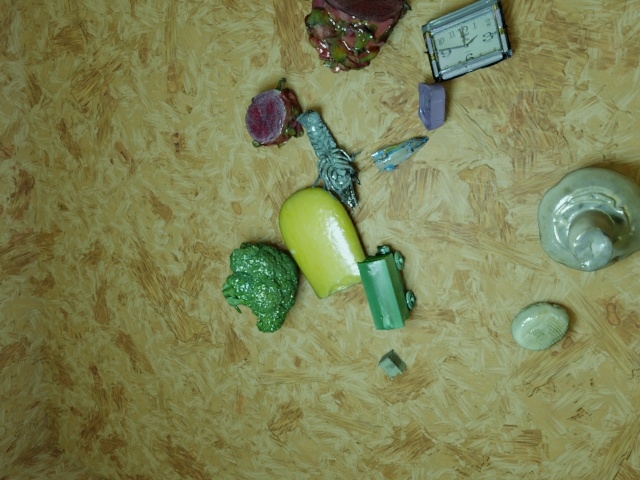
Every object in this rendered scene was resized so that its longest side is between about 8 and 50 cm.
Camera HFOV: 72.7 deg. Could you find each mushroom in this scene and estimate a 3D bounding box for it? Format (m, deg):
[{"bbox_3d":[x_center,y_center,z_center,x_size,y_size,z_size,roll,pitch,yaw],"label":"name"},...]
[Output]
[{"bbox_3d":[0.771,-0.039,1.228,0.315,0.336,0.314,10,116,22],"label":"mushroom"}]

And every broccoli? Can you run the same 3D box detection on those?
[{"bbox_3d":[-0.237,0.165,1.735,0.321,0.310,0.412,120,137,-54],"label":"broccoli"}]

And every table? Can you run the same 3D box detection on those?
[{"bbox_3d":[0.284,0.495,1.728,0.083,0.079,0.062,47,116,6],"label":"table"}]

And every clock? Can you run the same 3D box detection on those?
[{"bbox_3d":[0.454,-0.624,1.366,0.254,0.083,0.186,-12,97,26],"label":"clock"},{"bbox_3d":[0.366,-0.449,1.435,0.050,0.110,0.152,-14,132,-4],"label":"clock"}]

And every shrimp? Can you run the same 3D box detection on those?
[{"bbox_3d":[0.046,-0.291,1.607,0.222,0.166,0.410,-27,77,9],"label":"shrimp"}]

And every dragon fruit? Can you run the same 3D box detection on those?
[{"bbox_3d":[0.091,-0.702,1.438,0.314,0.296,0.262,37,149,9],"label":"dragon fruit"},{"bbox_3d":[-0.161,-0.474,1.667,0.211,0.147,0.282,38,113,22],"label":"dragon fruit"}]

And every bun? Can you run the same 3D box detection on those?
[{"bbox_3d":[0.732,0.281,1.457,0.164,0.111,0.188,35,113,-5],"label":"bun"}]

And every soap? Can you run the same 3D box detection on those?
[{"bbox_3d":[0.002,0.000,1.715,0.306,0.115,0.426,-25,91,33],"label":"soap"}]

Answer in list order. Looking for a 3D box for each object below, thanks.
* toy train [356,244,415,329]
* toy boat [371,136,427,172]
[{"bbox_3d":[0.249,0.170,1.596,0.120,0.202,0.300,-12,98,31],"label":"toy train"},{"bbox_3d":[0.283,-0.309,1.540,0.211,0.066,0.084,-25,125,19],"label":"toy boat"}]
